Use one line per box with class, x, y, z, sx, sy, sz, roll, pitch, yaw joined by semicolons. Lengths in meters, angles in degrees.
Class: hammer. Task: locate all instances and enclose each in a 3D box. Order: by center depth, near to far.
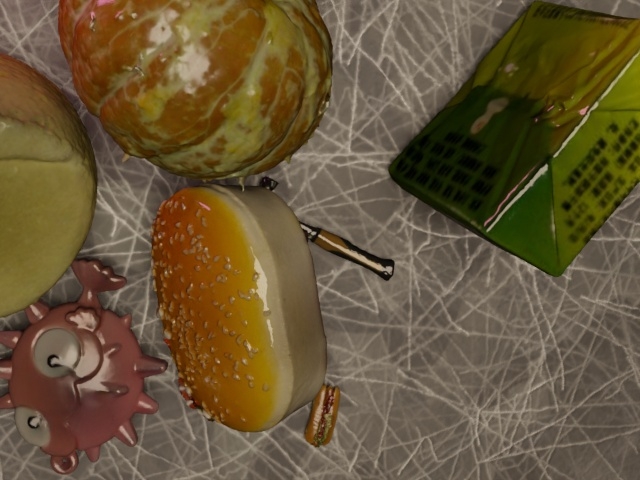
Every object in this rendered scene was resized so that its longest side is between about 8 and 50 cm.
hammer;0.000;0.000;1.688;0.201;0.021;0.078;28;92;-10

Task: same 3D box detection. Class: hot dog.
hot dog;0.003;0.222;1.716;0.037;0.021;0.083;9;94;-9

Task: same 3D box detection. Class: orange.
orange;-0.140;-0.216;1.497;0.329;0.329;0.249;43;112;-11

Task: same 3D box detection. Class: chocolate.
chocolate;0.256;-0.120;1.580;0.137;0.301;0.288;40;90;-24

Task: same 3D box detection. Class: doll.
doll;-0.289;0.151;1.626;0.211;0.093;0.262;17;97;-4

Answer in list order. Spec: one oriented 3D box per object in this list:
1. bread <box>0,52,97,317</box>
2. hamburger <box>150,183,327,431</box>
bread;-0.410;-0.066;1.519;0.321;0.237;0.320;-3;112;-7
hamburger;-0.100;0.078;1.584;0.151;0.227;0.295;-11;98;-30
